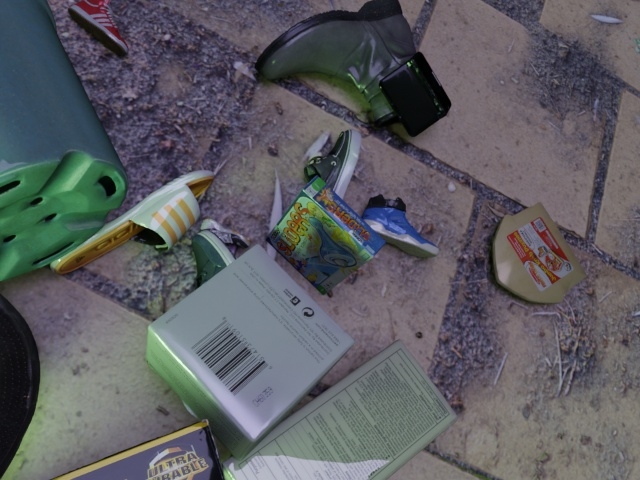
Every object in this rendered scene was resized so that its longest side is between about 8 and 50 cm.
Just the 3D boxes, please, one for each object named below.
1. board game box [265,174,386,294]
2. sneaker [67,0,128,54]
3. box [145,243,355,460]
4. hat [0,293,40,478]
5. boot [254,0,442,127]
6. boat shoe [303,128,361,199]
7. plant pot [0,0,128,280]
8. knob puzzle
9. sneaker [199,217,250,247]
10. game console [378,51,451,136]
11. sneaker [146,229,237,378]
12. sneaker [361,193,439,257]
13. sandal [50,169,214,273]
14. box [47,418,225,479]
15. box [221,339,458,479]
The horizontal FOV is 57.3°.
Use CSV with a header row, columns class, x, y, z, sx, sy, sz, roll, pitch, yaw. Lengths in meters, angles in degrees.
class,x,y,z,sx,sy,sz,roll,pitch,yaw
board game box,0.000,0.000,0.887,0.136,0.201,0.035,44,61,0
sneaker,-0.356,-0.368,0.986,0.118,0.042,0.067,39,65,0
box,-0.090,0.137,0.733,0.181,0.119,0.182,44,57,10
hat,-0.508,0.175,0.660,0.331,0.134,0.332,18,61,-37
boot,0.067,-0.309,1.090,0.338,0.118,0.223,-27,91,-19
boat shoe,0.004,-0.104,1.005,0.076,0.080,0.229,25,71,-12
plant pot,-0.421,-0.146,0.690,0.341,0.341,0.334,-28,77,-27
knob puzzle,0.398,0.038,1.121,0.213,0.030,0.213,7,68,-19
sneaker,-0.153,-0.003,0.931,0.083,0.032,0.037,26,77,-4
game console,0.178,-0.273,1.091,0.122,0.071,0.107,55,34,-14
sneaker,-0.183,0.104,0.843,0.163,0.086,0.226,-19,79,-29
sneaker,0.148,-0.030,1.036,0.152,0.058,0.085,21,72,-5
sandal,-0.256,-0.008,0.859,0.265,0.102,0.076,-35,86,-20
box,-0.282,0.297,0.634,0.321,0.257,0.079,-16,77,-24
box,0.022,0.289,0.819,0.311,0.121,0.148,-27,73,-27
